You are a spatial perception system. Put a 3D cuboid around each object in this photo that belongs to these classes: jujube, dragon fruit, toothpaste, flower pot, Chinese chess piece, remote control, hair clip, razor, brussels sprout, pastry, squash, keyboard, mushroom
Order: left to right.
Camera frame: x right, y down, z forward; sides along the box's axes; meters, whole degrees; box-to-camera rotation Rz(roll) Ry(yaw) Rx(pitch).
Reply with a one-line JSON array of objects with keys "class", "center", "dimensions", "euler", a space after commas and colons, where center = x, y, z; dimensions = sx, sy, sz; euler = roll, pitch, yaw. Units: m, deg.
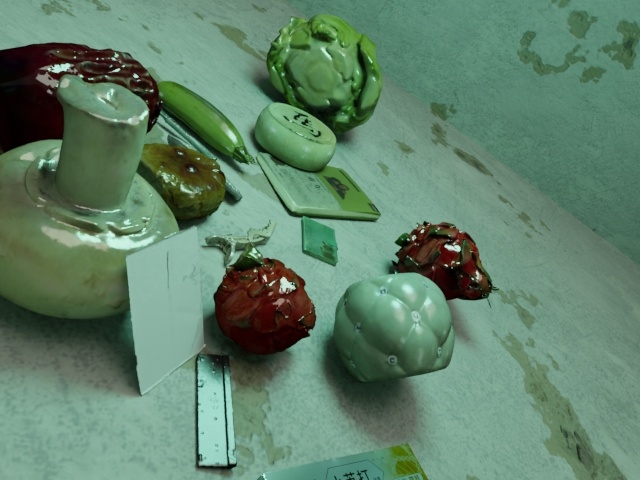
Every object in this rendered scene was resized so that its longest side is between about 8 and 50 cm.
[{"class": "jujube", "center": [-0.478, -0.253, 0.986], "dimensions": [0.258, 0.258, 0.377], "euler": [43, 25, 9]}, {"class": "mushroom", "center": [-0.348, -0.059, 0.765], "dimensions": [0.314, 0.336, 0.314], "euler": [19, 36, -14]}, {"class": "pastry", "center": [-0.307, -0.128, 1.116], "dimensions": [0.218, 0.100, 0.229], "euler": [16, 36, -31]}, {"class": "razor", "center": [-0.348, -0.269, 1.319], "dimensions": [0.211, 0.036, 0.084], "euler": [36, 33, -2]}, {"class": "remote control", "center": [-0.281, -0.172, 1.252], "dimensions": [0.229, 0.044, 0.073], "euler": [42, -3, -3]}, {"class": "squash", "center": [-0.296, -0.311, 1.378], "dimensions": [0.341, 0.094, 0.094], "euler": [38, 31, 5]}, {"class": "keyboard", "center": [-0.167, 0.264, 0.827], "dimensions": [0.060, 0.018, 0.195], "euler": [12, 39, -24]}, {"class": "hair clip", "center": [-0.155, 0.000, 1.164], "dimensions": [0.072, 0.034, 0.226], "euler": [50, 32, 14]}, {"class": "dragon fruit", "center": [-0.100, 0.117, 0.937], "dimensions": [0.209, 0.172, 0.172], "euler": [48, 27, -22]}, {"class": "Chinese chess piece", "center": [-0.072, -0.311, 1.558], "dimensions": [0.250, 0.101, 0.250], "euler": [24, 28, -13]}, {"class": "brussels sprout", "center": [0.036, -0.597, 1.833], "dimensions": [0.425, 0.342, 0.361], "euler": [37, 33, -1]}, {"class": "toothpaste", "center": [0.037, 0.393, 0.818], "dimensions": [0.313, 0.071, 0.089], "euler": [8, 38, -38]}, {"class": "flower pot", "center": [0.144, 0.174, 1.042], "dimensions": [0.246, 0.246, 0.195], "euler": [3, 70, -43]}, {"class": "dragon fruit", "center": [0.325, 0.080, 1.368], "dimensions": [0.293, 0.233, 0.234], "euler": [46, 32, 22]}]

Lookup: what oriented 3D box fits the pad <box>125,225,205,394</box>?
[{"class": "pad", "center": [-0.232, 0.102, 0.801], "dimensions": [0.004, 0.232, 0.156], "euler": [11, 23, 24]}]

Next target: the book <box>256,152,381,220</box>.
[{"class": "book", "center": [-0.001, -0.156, 1.521], "dimensions": [0.352, 0.035, 0.239], "euler": [2, 43, -44]}]

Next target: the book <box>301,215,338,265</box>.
[{"class": "book", "center": [0.000, 0.000, 1.334], "dimensions": [0.103, 0.017, 0.135], "euler": [23, 34, -21]}]
